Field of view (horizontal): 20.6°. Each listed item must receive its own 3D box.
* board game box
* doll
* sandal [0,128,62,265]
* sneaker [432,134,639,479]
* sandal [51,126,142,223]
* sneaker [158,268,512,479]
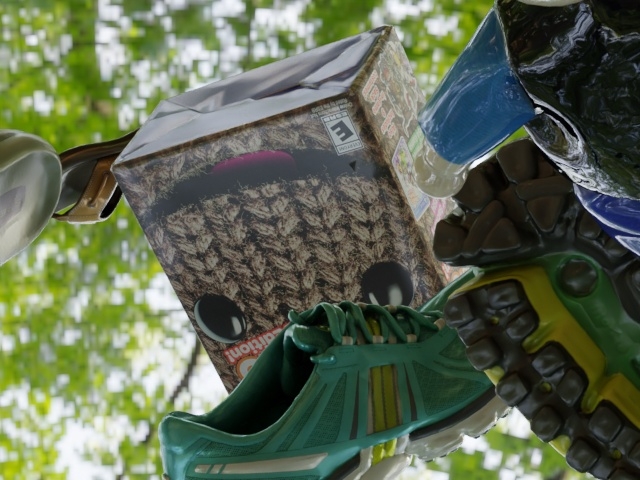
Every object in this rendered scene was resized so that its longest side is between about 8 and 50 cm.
[{"bbox_3d":[0.000,0.000,1.503,0.232,0.291,0.141,-16,-157,24],"label":"board game box"},{"bbox_3d":[0.084,-0.033,0.449,0.129,0.189,0.046,-12,-122,23],"label":"doll"},{"bbox_3d":[-0.224,0.027,1.024,0.086,0.120,0.303,28,-140,12],"label":"sandal"},{"bbox_3d":[0.194,0.091,0.709,0.343,0.134,0.146,56,-154,6],"label":"sneaker"},{"bbox_3d":[-0.207,-0.050,1.676,0.219,0.090,0.060,-22,-113,-29],"label":"sandal"},{"bbox_3d":[0.028,0.081,1.043,0.275,0.110,0.107,-33,-156,-20],"label":"sneaker"}]
